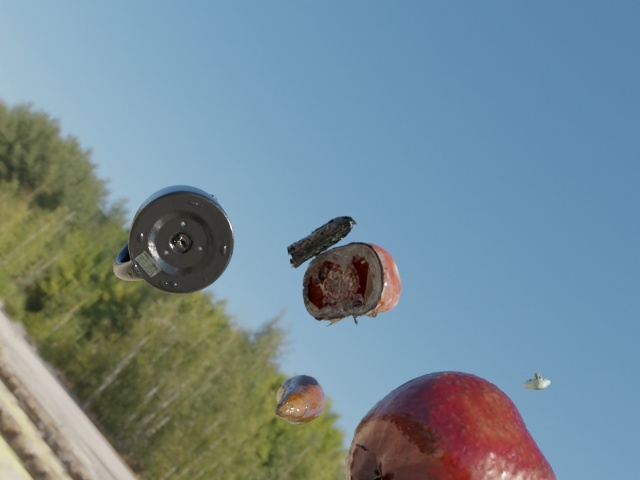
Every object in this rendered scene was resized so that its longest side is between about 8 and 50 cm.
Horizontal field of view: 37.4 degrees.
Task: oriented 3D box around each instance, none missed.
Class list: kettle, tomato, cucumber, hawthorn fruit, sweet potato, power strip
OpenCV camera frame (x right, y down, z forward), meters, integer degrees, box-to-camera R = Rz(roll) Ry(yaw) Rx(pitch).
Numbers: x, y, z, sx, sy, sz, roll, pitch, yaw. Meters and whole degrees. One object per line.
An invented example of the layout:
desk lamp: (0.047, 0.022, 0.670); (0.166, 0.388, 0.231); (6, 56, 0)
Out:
kettle: (-0.324, -0.007, 1.989); (0.207, 0.268, 0.290); (57, -3, -17)
tomato: (0.087, 0.100, 2.093); (0.214, 0.181, 0.155); (-6, -8, 35)
cucumber: (0.000, 0.000, 1.980); (0.053, 0.181, 0.053); (46, 26, -30)
hawthorn fruit: (0.119, 0.248, 0.994); (0.266, 0.210, 0.230); (14, 53, -44)
sweet potato: (-0.044, 0.349, 2.075); (0.112, 0.112, 0.359); (46, -7, 12)
power strip: (0.435, 0.282, 1.903); (0.083, 0.055, 0.035); (41, 41, -81)
